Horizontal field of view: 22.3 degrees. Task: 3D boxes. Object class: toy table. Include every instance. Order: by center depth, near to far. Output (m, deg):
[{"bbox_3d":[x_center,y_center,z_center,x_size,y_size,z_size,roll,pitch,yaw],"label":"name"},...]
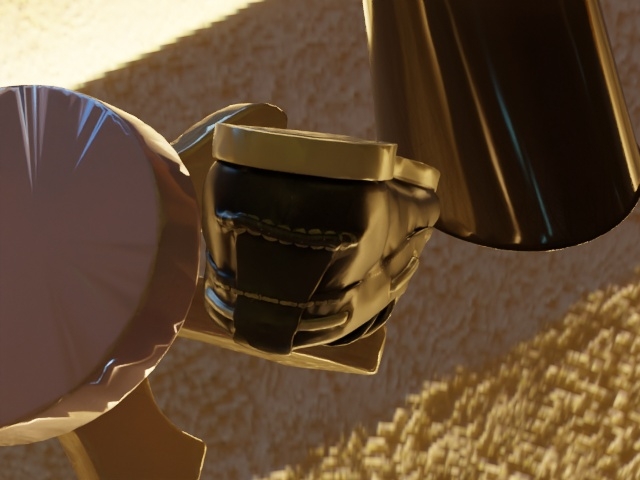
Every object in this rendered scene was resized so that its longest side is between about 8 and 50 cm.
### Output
[{"bbox_3d":[-0.111,0.027,0.828,0.274,0.161,0.252,19,-93,49],"label":"toy table"}]

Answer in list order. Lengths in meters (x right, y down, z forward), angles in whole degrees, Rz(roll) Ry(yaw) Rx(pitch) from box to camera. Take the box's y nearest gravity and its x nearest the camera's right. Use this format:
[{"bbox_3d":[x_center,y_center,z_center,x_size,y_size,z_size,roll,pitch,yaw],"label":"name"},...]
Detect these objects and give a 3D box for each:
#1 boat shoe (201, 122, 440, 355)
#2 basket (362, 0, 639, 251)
[{"bbox_3d":[0.000,0.000,0.626,0.084,0.233,0.079,3,-88,8],"label":"boat shoe"},{"bbox_3d":[0.103,-0.131,1.030,0.154,0.227,0.204,-41,-129,-21],"label":"basket"}]
